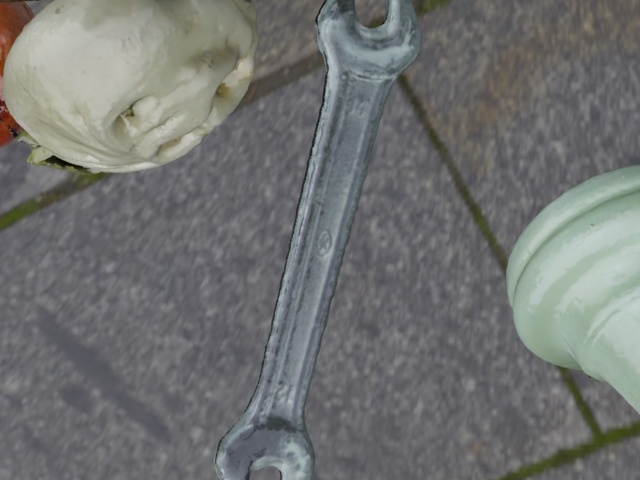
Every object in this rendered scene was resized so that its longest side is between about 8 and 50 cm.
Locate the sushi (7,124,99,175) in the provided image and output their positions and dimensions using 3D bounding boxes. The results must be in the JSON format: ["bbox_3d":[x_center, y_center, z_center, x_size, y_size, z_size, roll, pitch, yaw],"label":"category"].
[{"bbox_3d":[-0.194,-0.169,1.831,0.291,0.139,0.131,-44,62,17],"label":"sushi"}]

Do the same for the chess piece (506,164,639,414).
[{"bbox_3d":[0.266,0.109,1.249,0.195,0.299,0.194,-12,141,-10],"label":"chess piece"}]

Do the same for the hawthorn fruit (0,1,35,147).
[{"bbox_3d":[-0.403,-0.190,1.962,0.211,0.299,0.211,-13,122,-22],"label":"hawthorn fruit"}]

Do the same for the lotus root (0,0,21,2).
[{"bbox_3d":[-0.134,-0.279,1.042,0.375,0.390,0.111,-39,82,-10],"label":"lotus root"}]

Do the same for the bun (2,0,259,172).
[{"bbox_3d":[-0.138,-0.128,1.360,0.231,0.231,0.133,-31,80,19],"label":"bun"}]

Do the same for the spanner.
[{"bbox_3d":[0.000,0.000,0.971,0.071,0.017,0.302,15,85,-30],"label":"spanner"}]
